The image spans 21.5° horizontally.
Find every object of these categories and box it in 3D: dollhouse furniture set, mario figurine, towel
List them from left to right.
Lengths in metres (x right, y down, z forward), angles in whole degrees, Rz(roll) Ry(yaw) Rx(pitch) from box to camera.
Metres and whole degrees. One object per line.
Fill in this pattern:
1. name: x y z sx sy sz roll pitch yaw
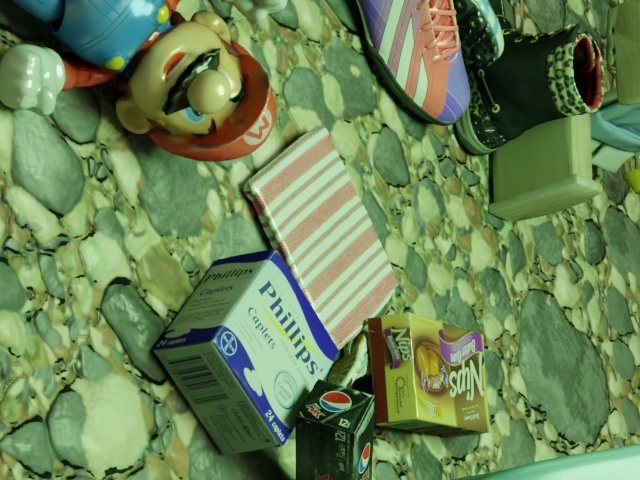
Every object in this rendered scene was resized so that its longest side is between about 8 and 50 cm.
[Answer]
1. mario figurine: -0.145 -0.174 1.383 0.320 0.198 0.170 41 36 -34
2. towel: 0.000 0.000 1.662 0.144 0.029 0.197 -42 111 -50
3. dollhouse furniture set: 0.386 -0.117 2.004 0.303 0.286 0.198 17 65 -38

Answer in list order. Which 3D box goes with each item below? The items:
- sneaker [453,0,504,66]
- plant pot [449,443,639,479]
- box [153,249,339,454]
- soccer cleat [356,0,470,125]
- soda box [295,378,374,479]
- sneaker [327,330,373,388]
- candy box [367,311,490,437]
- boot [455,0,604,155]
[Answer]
1. sneaker: 0.141 -0.305 1.874 0.086 0.085 0.237 -35 96 -34
2. plant pot: 0.178 0.331 1.598 0.252 0.247 0.248 -1 78 -22
3. box: -0.063 0.098 1.501 0.126 0.072 0.137 59 38 -24
4. soccer cleat: 0.097 -0.264 1.801 0.318 0.116 0.108 60 38 -21
5. soda box: 0.012 0.208 1.517 0.053 0.060 0.169 -55 154 -47
6. sneaker: 0.036 0.127 1.661 0.037 0.032 0.083 57 40 -25
7. candy box: 0.113 0.141 1.725 0.186 0.053 0.109 20 63 -58
8. boot: 0.235 -0.227 1.920 0.085 0.178 0.236 14 69 -42
